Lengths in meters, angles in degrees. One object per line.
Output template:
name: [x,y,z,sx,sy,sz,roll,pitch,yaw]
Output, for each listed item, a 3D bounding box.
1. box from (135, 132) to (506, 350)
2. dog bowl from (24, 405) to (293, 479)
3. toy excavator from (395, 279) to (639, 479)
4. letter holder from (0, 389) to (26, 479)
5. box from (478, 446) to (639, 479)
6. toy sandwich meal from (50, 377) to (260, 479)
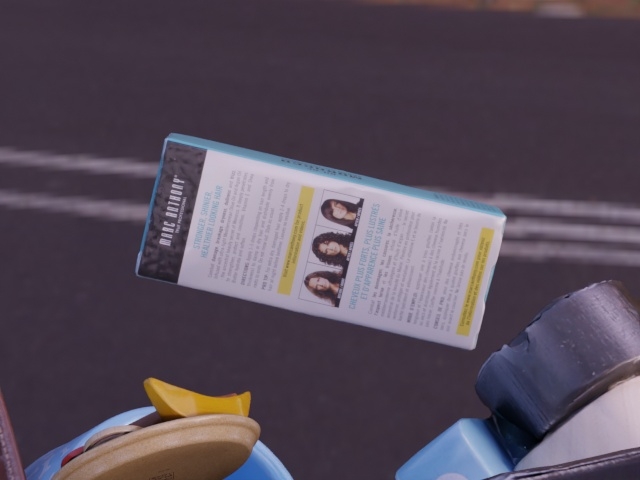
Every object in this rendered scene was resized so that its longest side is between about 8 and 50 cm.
box: [0.000,0.000,1.357,0.244,0.101,0.060,13,7,-2]
dog bowl: [-0.051,0.213,0.939,0.166,0.074,0.297,-13,66,-33]
toy excavator: [0.065,0.244,1.087,0.222,0.445,0.433,53,15,20]
letter holder: [-0.260,0.141,0.902,0.214,0.152,0.302,-32,44,9]
box: [0.089,0.184,0.738,0.343,0.179,0.312,-4,-14,-44]
toy sandwich meal: [-0.058,0.071,0.676,0.085,0.085,0.029,-10,67,-22]
